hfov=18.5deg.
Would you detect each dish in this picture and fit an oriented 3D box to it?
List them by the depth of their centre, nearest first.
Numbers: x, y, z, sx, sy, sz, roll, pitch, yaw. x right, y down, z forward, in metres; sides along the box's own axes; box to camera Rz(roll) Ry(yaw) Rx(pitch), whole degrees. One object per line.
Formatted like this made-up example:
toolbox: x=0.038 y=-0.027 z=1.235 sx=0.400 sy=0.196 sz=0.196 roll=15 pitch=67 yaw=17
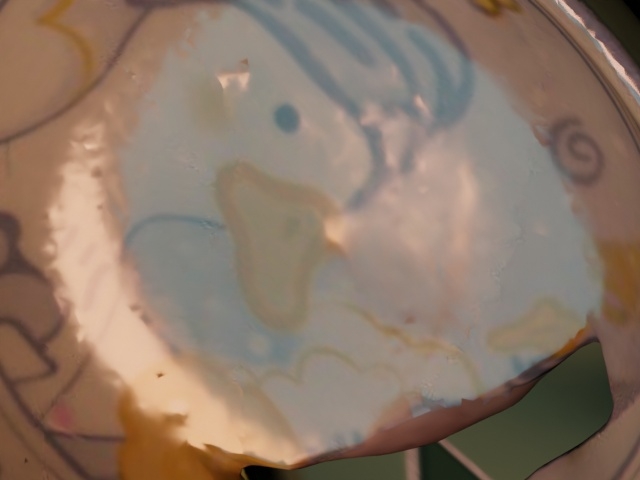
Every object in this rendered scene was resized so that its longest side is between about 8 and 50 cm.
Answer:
dish: x=0.000 y=0.000 z=0.577 sx=0.273 sy=0.134 sz=0.273 roll=10 pitch=117 yaw=20

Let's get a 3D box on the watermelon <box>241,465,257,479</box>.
watermelon: x=-0.097 y=0.088 z=1.012 sx=0.193 sy=0.137 sz=0.145 roll=40 pitch=122 yaw=29
